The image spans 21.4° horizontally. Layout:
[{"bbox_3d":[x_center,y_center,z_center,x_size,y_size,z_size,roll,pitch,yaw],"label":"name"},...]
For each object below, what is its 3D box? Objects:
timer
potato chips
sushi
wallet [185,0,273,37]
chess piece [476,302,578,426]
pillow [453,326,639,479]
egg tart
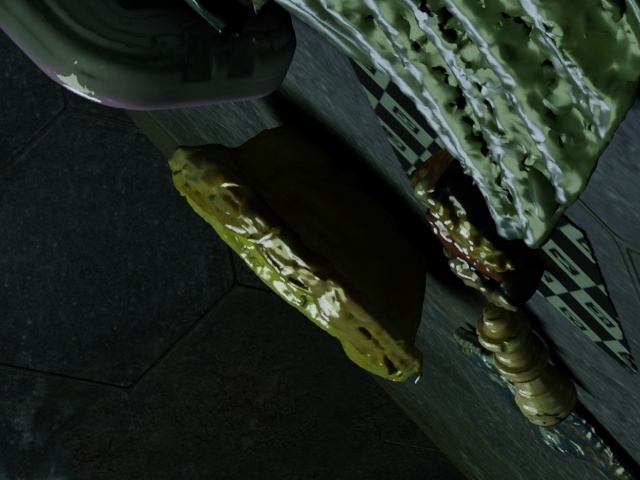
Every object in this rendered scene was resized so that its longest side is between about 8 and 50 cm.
[{"bbox_3d":[-0.128,-0.167,1.209,0.208,0.069,0.191,-11,-135,-45],"label":"timer"},{"bbox_3d":[-0.029,-0.141,0.779,0.389,0.097,0.373,34,174,-1],"label":"potato chips"},{"bbox_3d":[0.108,-0.006,1.239,0.264,0.050,0.290,43,175,27],"label":"sushi"},{"bbox_3d":[-0.126,-0.246,1.065,0.176,0.075,0.250,46,177,34],"label":"wallet"},{"bbox_3d":[0.181,0.104,1.518,0.060,0.060,0.172,41,171,39],"label":"chess piece"},{"bbox_3d":[0.238,0.178,1.779,0.189,0.034,0.255,45,174,-15],"label":"pillow"},{"bbox_3d":[0.000,0.000,1.674,0.345,0.132,0.345,45,176,4],"label":"egg tart"}]
